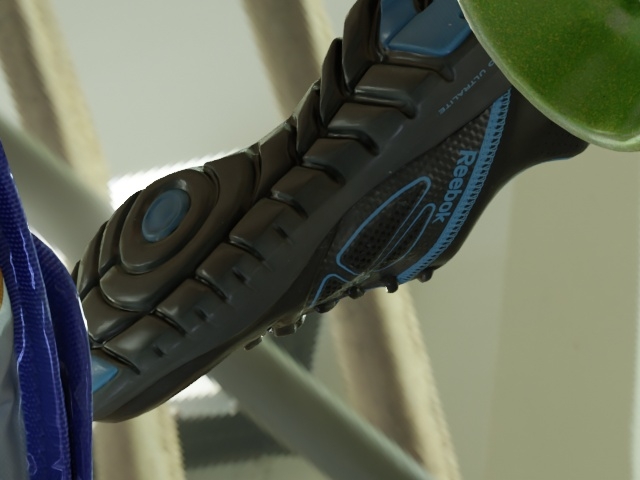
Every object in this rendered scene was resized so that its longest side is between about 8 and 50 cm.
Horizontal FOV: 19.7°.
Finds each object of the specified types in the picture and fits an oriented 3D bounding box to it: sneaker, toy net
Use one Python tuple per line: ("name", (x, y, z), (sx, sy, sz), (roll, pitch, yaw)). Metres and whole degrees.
("sneaker", (0.000, 0.000, 0.991), (0.341, 0.139, 0.125), (-38, -139, 12))
("toy net", (0.008, -0.124, 0.381), (0.045, 0.122, 0.232), (-38, -114, -17))

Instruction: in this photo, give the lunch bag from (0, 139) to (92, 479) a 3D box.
("lunch bag", (-0.272, 0.035, 0.644), (0.328, 0.385, 0.239), (4, -137, 21))
